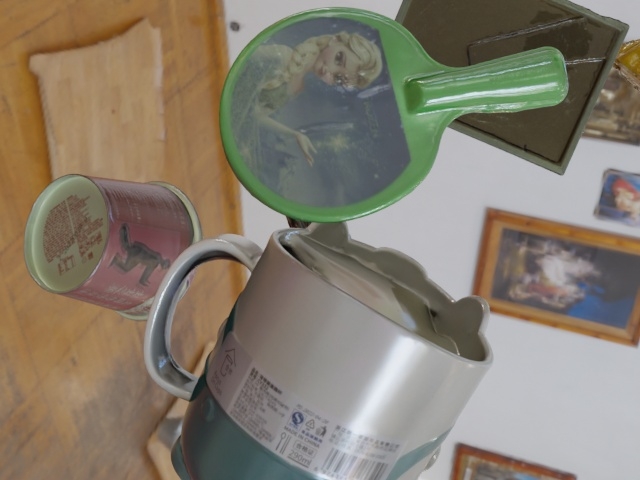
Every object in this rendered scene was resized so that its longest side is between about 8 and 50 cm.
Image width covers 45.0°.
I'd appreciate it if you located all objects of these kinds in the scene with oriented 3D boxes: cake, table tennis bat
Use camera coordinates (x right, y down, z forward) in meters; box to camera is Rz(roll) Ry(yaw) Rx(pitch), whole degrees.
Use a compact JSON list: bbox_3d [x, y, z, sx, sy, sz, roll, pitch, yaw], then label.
[{"bbox_3d":[0.606,-0.310,1.459,0.079,0.116,0.185,29,58,-60],"label":"cake"},{"bbox_3d":[0.052,-0.100,0.563,0.039,0.257,0.161,71,10,-82],"label":"table tennis bat"}]

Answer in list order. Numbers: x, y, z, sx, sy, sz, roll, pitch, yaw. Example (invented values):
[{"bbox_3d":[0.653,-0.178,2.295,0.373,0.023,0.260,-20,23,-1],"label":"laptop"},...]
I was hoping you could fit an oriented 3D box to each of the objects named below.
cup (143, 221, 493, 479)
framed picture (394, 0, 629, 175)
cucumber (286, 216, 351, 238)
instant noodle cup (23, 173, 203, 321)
[{"bbox_3d":[-0.021,0.115,0.692,0.258,0.289,0.219,-61,172,13],"label":"cup"},{"bbox_3d":[0.267,-0.276,1.178,0.022,0.335,0.247,-84,-164,-81],"label":"framed picture"},{"bbox_3d":[0.001,-0.001,1.125,0.211,0.078,0.062,68,16,12],"label":"cucumber"},{"bbox_3d":[-0.327,0.001,1.193,0.178,0.234,0.235,19,85,-58],"label":"instant noodle cup"}]
